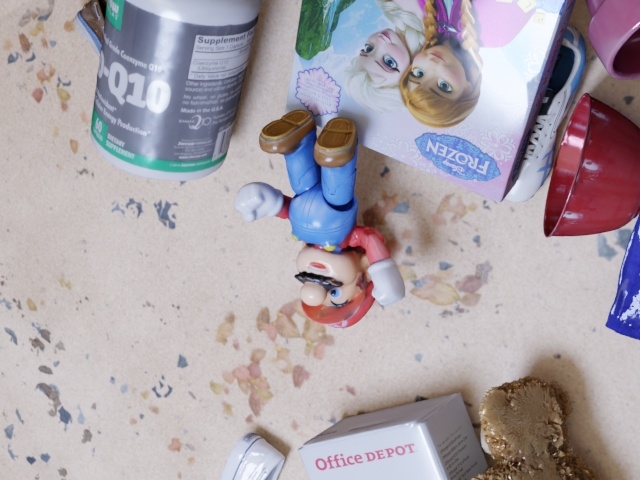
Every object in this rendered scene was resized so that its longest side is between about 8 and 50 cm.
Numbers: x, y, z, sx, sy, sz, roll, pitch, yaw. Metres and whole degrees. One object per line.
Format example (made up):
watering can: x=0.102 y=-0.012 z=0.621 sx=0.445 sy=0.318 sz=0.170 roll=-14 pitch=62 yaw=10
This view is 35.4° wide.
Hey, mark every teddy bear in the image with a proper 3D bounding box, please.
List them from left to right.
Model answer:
teddy bear: x=0.279 y=0.352 z=1.308 sx=0.338 sy=0.245 sz=0.113 roll=63 pitch=161 yaw=6

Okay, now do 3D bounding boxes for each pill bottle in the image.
pill bottle: x=-0.196 y=-0.281 z=1.380 sx=0.204 sy=0.204 sz=0.361 roll=29 pitch=125 yaw=19

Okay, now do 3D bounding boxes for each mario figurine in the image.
mario figurine: x=0.000 y=0.000 z=1.336 sx=0.198 sy=0.170 sz=0.320 roll=-128 pitch=21 yaw=-51

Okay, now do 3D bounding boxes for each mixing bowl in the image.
mixing bowl: x=0.344 y=-0.080 z=1.216 sx=0.098 sy=0.181 sz=0.181 roll=14 pitch=107 yaw=4

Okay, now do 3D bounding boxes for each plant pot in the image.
plant pot: x=0.378 y=-0.313 z=1.137 sx=0.201 sy=0.201 sz=0.180 roll=-33 pitch=69 yaw=28

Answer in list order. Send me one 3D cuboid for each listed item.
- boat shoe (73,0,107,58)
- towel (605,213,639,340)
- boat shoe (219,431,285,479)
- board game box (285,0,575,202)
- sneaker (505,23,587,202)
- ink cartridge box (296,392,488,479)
boat shoe: x=-0.310 y=-0.307 z=1.550 sx=0.183 sy=0.066 sz=0.066 roll=46 pitch=115 yaw=12
towel: x=0.521 y=0.052 z=1.200 sx=0.308 sy=0.076 sz=0.227 roll=21 pitch=116 yaw=22
boat shoe: x=-0.126 y=0.434 z=1.590 sx=0.084 sy=0.095 sz=0.258 roll=27 pitch=112 yaw=25
board game box: x=0.125 y=-0.243 z=1.214 sx=0.319 sy=0.066 sz=0.318 roll=24 pitch=129 yaw=18
sneaker: x=0.270 y=-0.160 z=1.272 sx=0.085 sy=0.086 sz=0.237 roll=23 pitch=110 yaw=23
ink cartridge box: x=0.135 y=0.394 z=1.420 sx=0.223 sy=0.129 sz=0.307 roll=-20 pitch=91 yaw=36
